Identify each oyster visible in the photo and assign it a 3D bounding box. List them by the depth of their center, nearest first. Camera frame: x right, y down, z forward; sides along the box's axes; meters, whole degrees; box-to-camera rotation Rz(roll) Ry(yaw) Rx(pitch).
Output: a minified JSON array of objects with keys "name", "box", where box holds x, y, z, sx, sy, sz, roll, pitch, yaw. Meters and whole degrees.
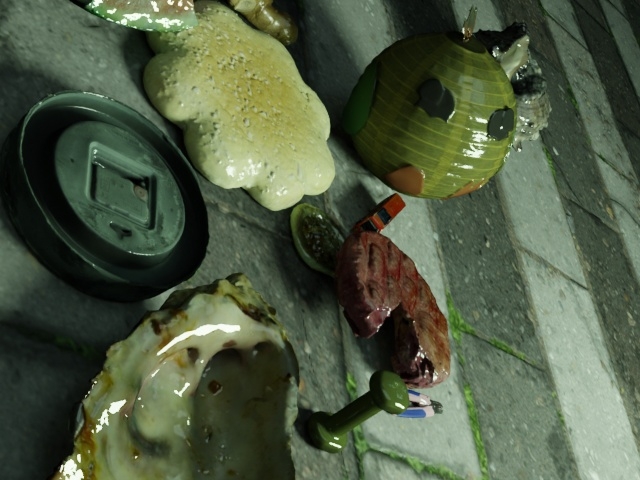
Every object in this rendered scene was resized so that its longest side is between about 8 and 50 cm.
[{"name":"oyster","box":[-0.130,0.157,0.854,0.221,0.096,0.361,29,41,-30]}]

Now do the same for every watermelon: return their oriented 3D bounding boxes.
[{"name":"watermelon","box":[-0.257,-0.321,1.120,0.146,0.128,0.231,-29,67,-29]}]

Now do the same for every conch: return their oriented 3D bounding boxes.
[{"name":"conch","box":[0.322,-0.277,1.800,0.313,0.186,0.240,25,47,-69]}]

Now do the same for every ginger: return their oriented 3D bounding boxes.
[{"name":"ginger","box":[-0.090,-0.348,1.387,0.165,0.067,0.096,44,32,-44]}]

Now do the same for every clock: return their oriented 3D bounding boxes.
[{"name":"clock","box":[-0.209,-0.044,0.969,0.226,0.049,0.226,32,40,-32]}]

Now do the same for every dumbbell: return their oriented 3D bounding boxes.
[{"name":"dumbbell","box":[0.039,0.181,1.033,0.052,0.118,0.046,24,40,-39]}]

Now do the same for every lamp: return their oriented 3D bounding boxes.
[{"name":"lamp","box":[0.173,-0.199,1.395,0.250,0.284,0.250,18,26,-9]}]

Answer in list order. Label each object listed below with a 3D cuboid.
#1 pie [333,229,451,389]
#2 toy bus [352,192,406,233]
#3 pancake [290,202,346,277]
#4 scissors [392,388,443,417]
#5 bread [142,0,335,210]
[{"name":"pie","box":[0.092,0.085,1.230,0.218,0.054,0.204,54,24,-12]},{"name":"toy bus","box":[0.083,-0.032,1.353,0.031,0.043,0.110,54,32,-5]},{"name":"pancake","box":[0.001,0.001,1.240,0.108,0.017,0.108,30,45,-34]},{"name":"scissors","box":[0.119,0.204,1.221,0.113,0.012,0.039,16,50,-47]},{"name":"bread","box":[-0.094,-0.178,1.240,0.316,0.054,0.316,32,41,-34]}]
